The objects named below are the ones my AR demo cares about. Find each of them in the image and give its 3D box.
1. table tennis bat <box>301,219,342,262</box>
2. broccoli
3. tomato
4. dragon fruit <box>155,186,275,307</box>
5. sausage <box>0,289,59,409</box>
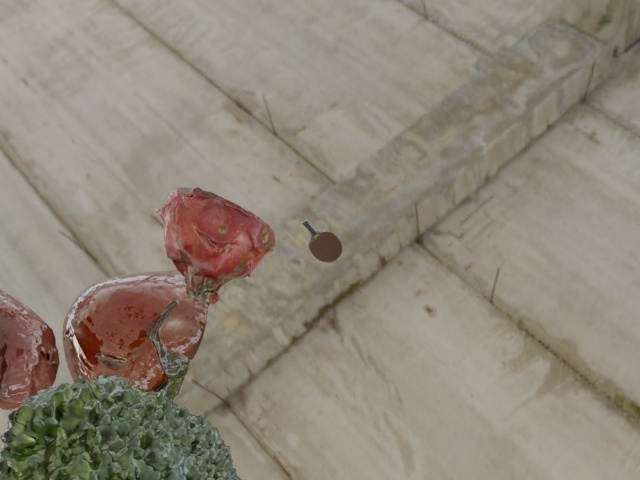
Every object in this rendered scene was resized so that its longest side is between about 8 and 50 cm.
[{"bbox_3d":[0.000,0.000,1.320,0.050,0.083,0.007,-37,-166,10],"label":"table tennis bat"},{"bbox_3d":[-0.153,0.231,0.639,0.235,0.288,0.259,-10,-125,12],"label":"broccoli"},{"bbox_3d":[-0.331,0.153,1.317,0.309,0.170,0.309,-25,-128,37],"label":"tomato"},{"bbox_3d":[-0.138,0.014,0.971,0.153,0.153,0.110,11,-113,19],"label":"dragon fruit"},{"bbox_3d":[-0.509,0.141,1.204,0.280,0.152,0.152,31,-113,18],"label":"sausage"}]
